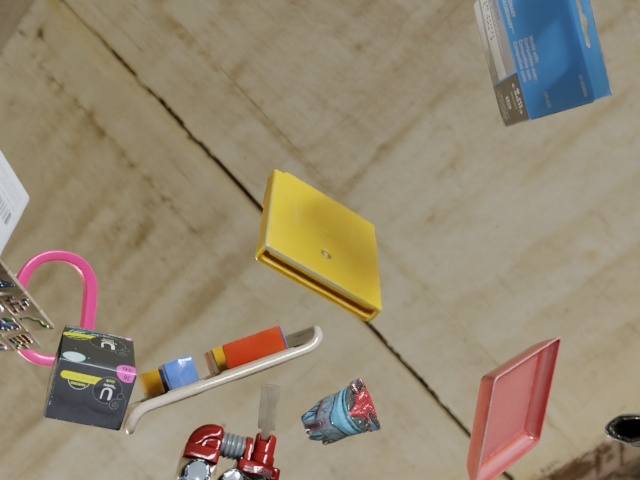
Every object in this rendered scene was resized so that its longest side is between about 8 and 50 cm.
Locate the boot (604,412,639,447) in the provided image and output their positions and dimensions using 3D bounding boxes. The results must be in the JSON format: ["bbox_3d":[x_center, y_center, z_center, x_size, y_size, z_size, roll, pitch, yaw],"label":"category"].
[{"bbox_3d":[0.616,0.367,1.458,0.209,0.076,0.190,0,-25,-37],"label":"boot"}]

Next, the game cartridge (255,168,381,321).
[{"bbox_3d":[0.000,0.000,1.624,0.052,0.285,0.323,-50,20,27],"label":"game cartridge"}]

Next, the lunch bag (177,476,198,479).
[{"bbox_3d":[-0.257,0.580,1.457,0.176,0.090,0.218,-10,58,63],"label":"lunch bag"}]

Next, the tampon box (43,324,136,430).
[{"bbox_3d":[-0.373,0.220,1.232,0.161,0.121,0.101,-143,69,-69],"label":"tampon box"}]

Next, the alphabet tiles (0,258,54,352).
[{"bbox_3d":[-0.671,0.107,1.394,0.285,0.342,0.011,-7,47,11],"label":"alphabet tiles"}]

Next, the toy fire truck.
[{"bbox_3d":[-0.183,0.442,1.664,0.158,0.217,0.246,120,165,-55],"label":"toy fire truck"}]

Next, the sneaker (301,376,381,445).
[{"bbox_3d":[0.030,0.318,1.397,0.125,0.104,0.262,-22,-17,8],"label":"sneaker"}]

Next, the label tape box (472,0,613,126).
[{"bbox_3d":[0.351,-0.324,1.253,0.106,0.240,0.333,-16,4,5],"label":"label tape box"}]

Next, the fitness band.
[{"bbox_3d":[-0.670,0.169,1.900,0.209,0.290,0.054,8,-5,-37],"label":"fitness band"}]

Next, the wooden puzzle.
[{"bbox_3d":[-0.196,0.226,1.325,0.348,0.080,0.322,-22,-4,-21],"label":"wooden puzzle"}]

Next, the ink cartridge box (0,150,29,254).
[{"bbox_3d":[-0.550,-0.054,1.050,0.129,0.223,0.307,-16,32,6],"label":"ink cartridge box"}]

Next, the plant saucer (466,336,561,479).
[{"bbox_3d":[0.375,0.333,1.501,0.258,0.048,0.259,-17,-61,-44],"label":"plant saucer"}]
